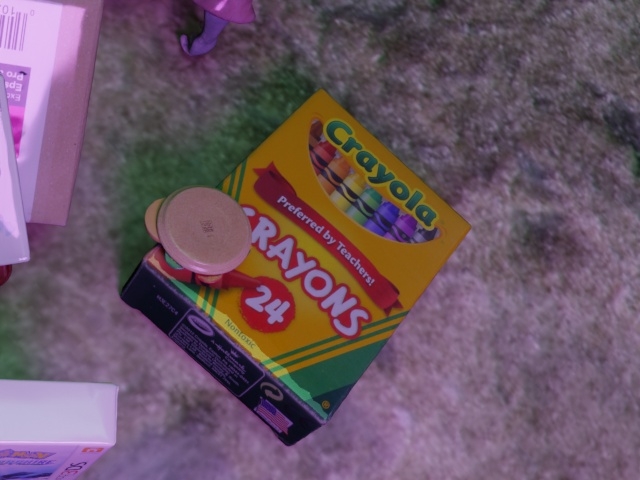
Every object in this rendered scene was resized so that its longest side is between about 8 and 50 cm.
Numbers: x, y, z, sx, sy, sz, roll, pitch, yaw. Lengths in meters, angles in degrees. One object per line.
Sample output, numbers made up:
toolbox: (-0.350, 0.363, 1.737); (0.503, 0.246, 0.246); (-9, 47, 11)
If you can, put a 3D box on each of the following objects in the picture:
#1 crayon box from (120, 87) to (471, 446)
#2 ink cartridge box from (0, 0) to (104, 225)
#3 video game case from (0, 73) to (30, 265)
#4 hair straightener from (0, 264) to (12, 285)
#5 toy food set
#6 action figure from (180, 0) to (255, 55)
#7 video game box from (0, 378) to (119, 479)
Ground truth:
crayon box: (0.000, 0.000, 0.931); (0.202, 0.081, 0.318); (42, 54, -2)
ink cartridge box: (-0.299, -0.120, 0.773); (0.235, 0.088, 0.193); (4, 108, -25)
video game case: (-0.299, -0.041, 0.735); (0.157, 0.019, 0.143); (-9, 108, -19)
hair straightener: (-0.347, 0.059, 0.759); (0.089, 0.047, 0.230); (37, 58, 17)
toy food set: (-0.095, -0.007, 0.825); (0.083, 0.020, 0.082); (-28, 79, -34)
action figure: (-0.132, -0.322, 0.904); (0.371, 0.275, 0.248); (-3, 79, 0)
video game box: (-0.255, 0.133, 0.669); (0.205, 0.187, 0.048); (5, 63, -24)
